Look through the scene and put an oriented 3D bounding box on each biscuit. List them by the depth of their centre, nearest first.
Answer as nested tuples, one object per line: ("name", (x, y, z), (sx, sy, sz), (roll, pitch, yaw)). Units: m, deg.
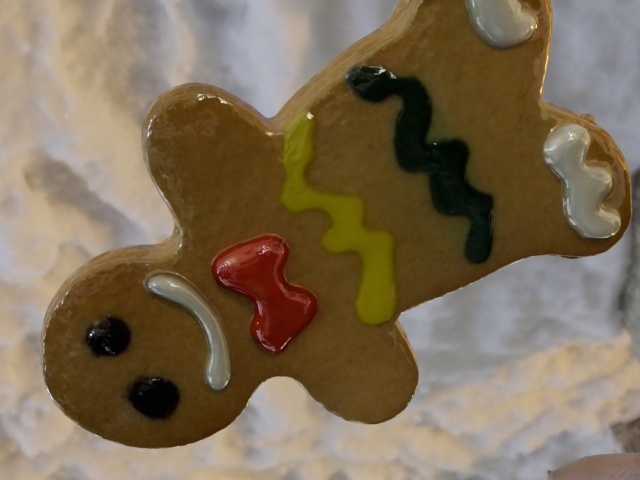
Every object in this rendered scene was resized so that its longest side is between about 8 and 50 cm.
("biscuit", (0.000, 0.000, 0.431), (0.240, 0.035, 0.158), (-35, 108, 4))

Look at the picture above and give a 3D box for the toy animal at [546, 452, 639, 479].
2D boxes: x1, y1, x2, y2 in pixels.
("toy animal", (0.269, 0.083, 0.471), (0.256, 0.195, 0.213), (7, 107, -22))
